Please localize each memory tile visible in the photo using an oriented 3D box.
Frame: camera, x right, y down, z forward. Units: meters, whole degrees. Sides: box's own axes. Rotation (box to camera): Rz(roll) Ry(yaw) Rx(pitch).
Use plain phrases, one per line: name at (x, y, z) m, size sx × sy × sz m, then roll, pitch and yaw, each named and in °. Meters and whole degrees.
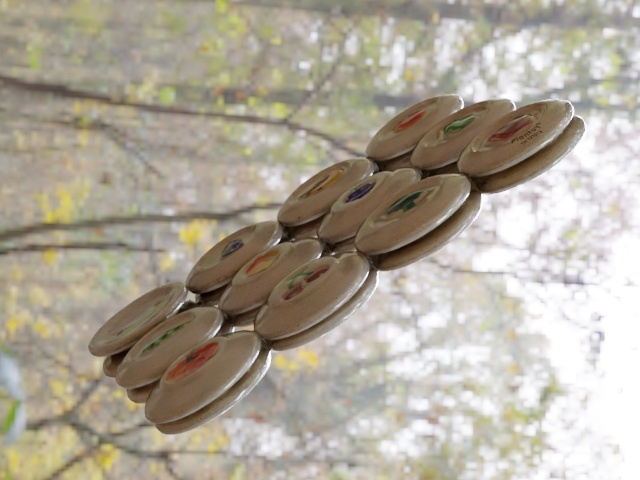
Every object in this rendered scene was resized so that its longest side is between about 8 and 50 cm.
memory tile at (0.000, 0.000, 0.425) m, size 0.012 × 0.148 × 0.113 m, roll 56°, pitch -11°, yaw -16°
